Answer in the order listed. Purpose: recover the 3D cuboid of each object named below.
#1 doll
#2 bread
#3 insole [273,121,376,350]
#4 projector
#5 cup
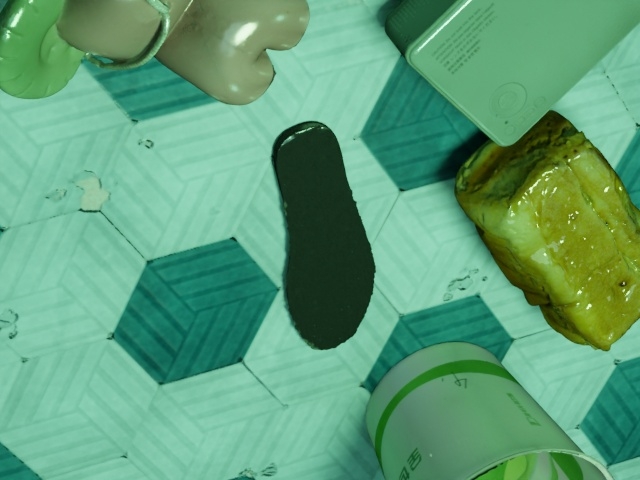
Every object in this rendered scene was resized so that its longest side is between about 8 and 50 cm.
[{"bbox_3d":[-0.162,-0.234,1.661,0.284,0.216,0.268,-57,160,15],"label":"doll"},{"bbox_3d":[0.274,-0.010,2.077,0.167,0.132,0.294,-38,128,5],"label":"bread"},{"bbox_3d":[0.000,0.000,2.042,0.110,0.012,0.309,-20,128,-9],"label":"insole"},{"bbox_3d":[0.213,-0.249,1.905,0.257,0.099,0.192,-44,129,11],"label":"projector"},{"bbox_3d":[0.180,0.269,2.143,0.253,0.274,0.253,-11,125,-16],"label":"cup"}]
